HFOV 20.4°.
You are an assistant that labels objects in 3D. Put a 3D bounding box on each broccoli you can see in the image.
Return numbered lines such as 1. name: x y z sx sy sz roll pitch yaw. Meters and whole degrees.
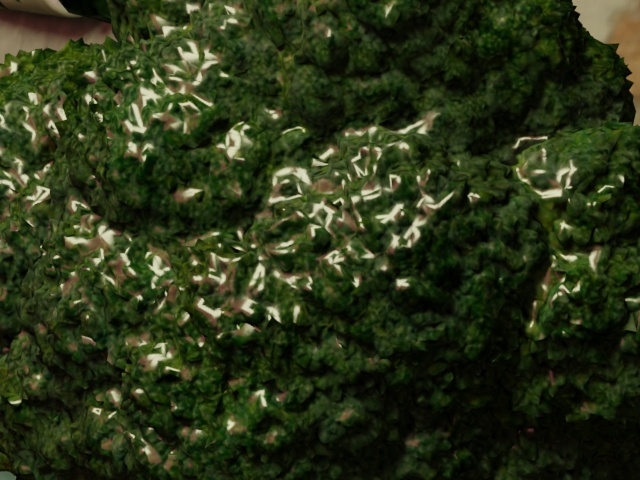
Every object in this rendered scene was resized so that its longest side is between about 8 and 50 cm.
1. broccoli: 0.000 0.000 0.664 0.321 0.304 0.283 -13 26 18

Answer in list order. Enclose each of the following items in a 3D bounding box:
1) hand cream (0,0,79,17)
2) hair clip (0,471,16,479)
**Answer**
1. hand cream: -0.188 -0.174 1.096 0.234 0.050 0.080 21 92 54
2. hair clip: -0.244 0.136 0.847 0.318 0.392 0.238 56 139 41
